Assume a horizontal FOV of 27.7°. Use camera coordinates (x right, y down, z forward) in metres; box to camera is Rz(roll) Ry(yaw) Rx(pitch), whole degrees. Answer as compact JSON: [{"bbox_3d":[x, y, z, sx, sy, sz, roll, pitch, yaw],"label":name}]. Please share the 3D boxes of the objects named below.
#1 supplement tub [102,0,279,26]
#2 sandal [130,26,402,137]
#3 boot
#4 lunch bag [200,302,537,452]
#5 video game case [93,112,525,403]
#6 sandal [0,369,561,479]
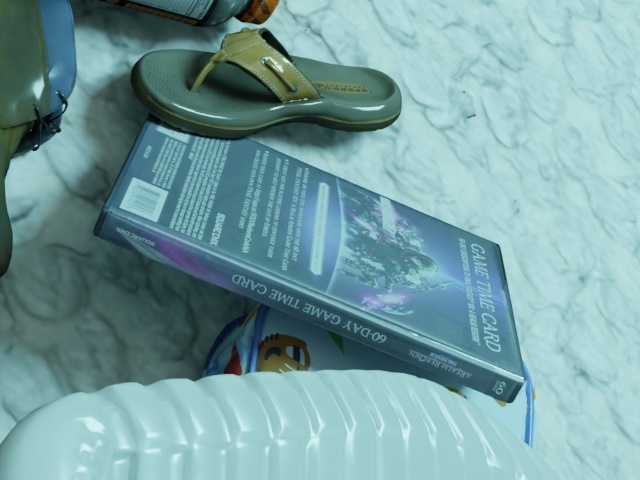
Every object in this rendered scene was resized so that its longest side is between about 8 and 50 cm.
[{"bbox_3d":[-0.120,-0.220,0.920,0.190,0.117,0.117,11,66,-22],"label":"supplement tub"},{"bbox_3d":[-0.032,-0.119,0.937,0.219,0.060,0.090,1,41,-27],"label":"sandal"},{"bbox_3d":[-0.199,-0.078,0.846,0.106,0.082,0.219,-6,71,-25],"label":"boot"},{"bbox_3d":[0.028,0.192,0.831,0.243,0.115,0.303,19,62,-21],"label":"lunch bag"},{"bbox_3d":[0.000,0.000,0.858,0.274,0.026,0.196,23,24,-8],"label":"video game case"},{"bbox_3d":[-0.003,0.153,0.702,0.416,0.102,0.169,17,47,-39],"label":"sandal"}]
